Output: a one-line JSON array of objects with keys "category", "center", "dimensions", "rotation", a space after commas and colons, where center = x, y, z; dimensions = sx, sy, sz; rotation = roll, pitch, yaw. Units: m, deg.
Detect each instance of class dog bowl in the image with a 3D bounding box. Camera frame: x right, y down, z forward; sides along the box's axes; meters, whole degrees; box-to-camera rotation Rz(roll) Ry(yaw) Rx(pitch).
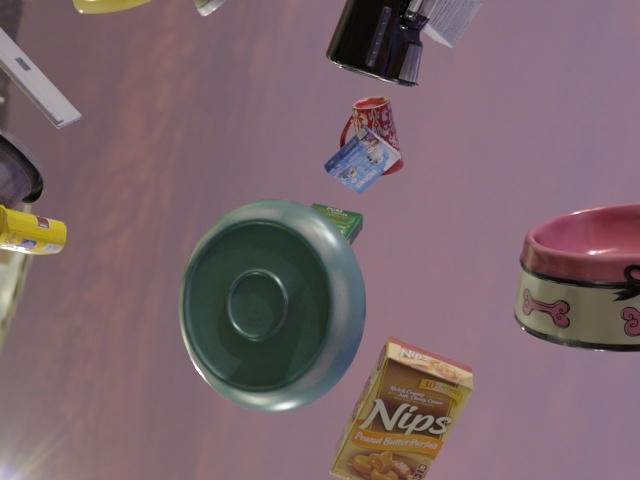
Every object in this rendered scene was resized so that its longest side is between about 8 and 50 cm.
[{"category": "dog bowl", "center": [0.531, 0.046, 1.544], "dimensions": [0.408, 0.408, 0.150], "rotation": [-153, -129, -67]}]

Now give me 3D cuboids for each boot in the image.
[{"category": "boot", "center": [-0.259, -0.556, 1.866], "dimensions": [0.095, 0.123, 0.258], "rotation": [-41, -152, 6]}]

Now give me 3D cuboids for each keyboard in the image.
[{"category": "keyboard", "center": [-0.511, -0.295, 1.516], "dimensions": [0.014, 0.256, 0.072], "rotation": [-40, -176, 24]}]

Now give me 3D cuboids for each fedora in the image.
[{"category": "fedora", "center": [-0.680, -0.135, 1.747], "dimensions": [0.244, 0.275, 0.124], "rotation": [108, 9, -56]}]

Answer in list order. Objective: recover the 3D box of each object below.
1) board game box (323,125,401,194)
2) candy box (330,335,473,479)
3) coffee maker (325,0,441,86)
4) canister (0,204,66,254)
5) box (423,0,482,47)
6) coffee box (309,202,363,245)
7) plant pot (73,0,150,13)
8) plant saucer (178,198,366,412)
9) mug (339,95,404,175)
[{"category": "board game box", "center": [0.065, -0.121, 1.371], "dimensions": [0.090, 0.090, 0.020], "rotation": [-43, -130, 16]}, {"category": "candy box", "center": [0.161, 0.366, 1.812], "dimensions": [0.087, 0.183, 0.316], "rotation": [-77, -171, -63]}, {"category": "coffee maker", "center": [0.068, -0.298, 1.116], "dimensions": [0.178, 0.171, 0.120], "rotation": [-70, 165, 14]}, {"category": "canister", "center": [-0.586, -0.018, 1.699], "dimensions": [0.126, 0.170, 0.073], "rotation": [-3, -101, 31]}, {"category": "box", "center": [0.285, -0.539, 2.079], "dimensions": [0.072, 0.137, 0.126], "rotation": [38, -83, 45]}, {"category": "coffee box", "center": [0.000, 0.000, 1.718], "dimensions": [0.184, 0.113, 0.040], "rotation": [-56, 151, -48]}, {"category": "plant pot", "center": [-0.244, -0.343, 1.111], "dimensions": [0.134, 0.095, 0.134], "rotation": [-172, -90, -90]}, {"category": "plant saucer", "center": [-0.086, 0.094, 1.311], "dimensions": [0.317, 0.044, 0.317], "rotation": [-2, -96, 27]}, {"category": "mug", "center": [0.116, -0.249, 2.154], "dimensions": [0.113, 0.150, 0.169], "rotation": [-88, 168, -64]}]
